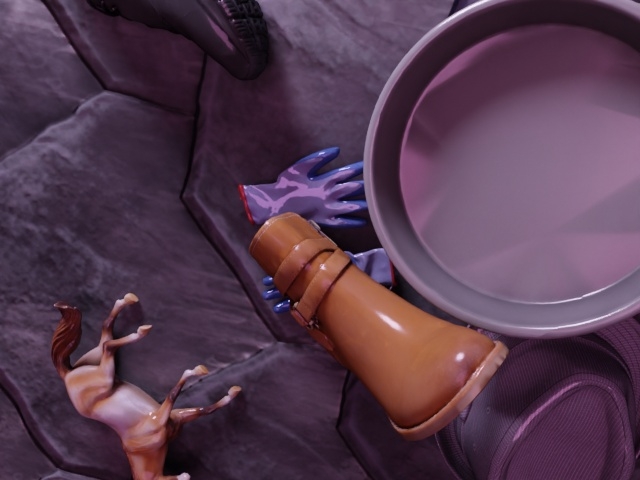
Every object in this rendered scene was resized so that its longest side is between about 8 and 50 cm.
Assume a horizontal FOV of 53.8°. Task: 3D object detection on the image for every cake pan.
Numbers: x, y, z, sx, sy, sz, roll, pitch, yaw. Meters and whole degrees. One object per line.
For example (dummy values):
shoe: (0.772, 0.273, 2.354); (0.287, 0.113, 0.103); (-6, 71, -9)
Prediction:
cake pan: (0.183, -0.063, 0.549); (0.293, 0.054, 0.293); (3, 97, 24)

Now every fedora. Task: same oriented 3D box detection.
fedora: (0.248, 0.198, 0.674); (0.244, 0.124, 0.275); (24, 105, 0)

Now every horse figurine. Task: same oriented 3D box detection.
horse figurine: (-0.227, 0.181, 0.759); (0.263, 0.066, 0.174); (42, 99, -7)

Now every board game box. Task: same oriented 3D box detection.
board game box: (0.292, -0.072, 0.573); (0.347, 0.078, 0.233); (28, 106, 19)

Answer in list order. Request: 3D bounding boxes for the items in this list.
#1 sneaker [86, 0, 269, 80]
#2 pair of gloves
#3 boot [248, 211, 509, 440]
sneaker: (-0.166, -0.260, 0.633); (0.130, 0.109, 0.286); (-42, 86, 20)
pair of gloves: (0.000, 0.000, 0.708); (0.159, 0.023, 0.198); (-11, 106, 8)
boot: (0.035, 0.055, 0.576); (0.109, 0.283, 0.220); (-42, 91, -7)
